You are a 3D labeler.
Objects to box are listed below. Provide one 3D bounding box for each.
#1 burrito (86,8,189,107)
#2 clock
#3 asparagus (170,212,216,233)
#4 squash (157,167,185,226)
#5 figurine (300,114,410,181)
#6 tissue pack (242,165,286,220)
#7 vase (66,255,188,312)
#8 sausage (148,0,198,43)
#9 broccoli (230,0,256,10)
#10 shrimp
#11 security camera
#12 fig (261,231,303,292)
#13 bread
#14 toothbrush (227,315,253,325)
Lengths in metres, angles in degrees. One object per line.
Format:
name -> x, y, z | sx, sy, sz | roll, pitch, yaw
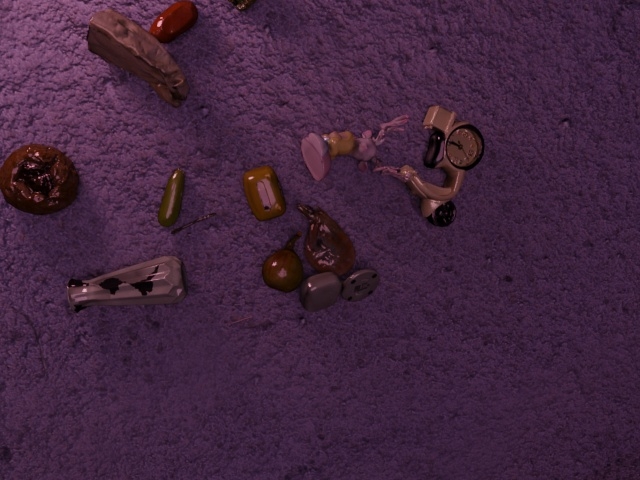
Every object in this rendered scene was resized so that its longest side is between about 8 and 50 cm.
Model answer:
burrito -> -0.536, -0.555, 1.681 | 0.331, 0.190, 0.135 | 33, 68, -19
clock -> 0.418, -0.260, 1.957 | 0.276, 0.120, 0.379 | 25, 89, -18
asparagus -> -0.430, -0.059, 1.868 | 0.166, 0.013, 0.016 | -24, 93, -7
squash -> -0.487, -0.140, 1.819 | 0.066, 0.066, 0.201 | 16, 91, -14
figurine -> 0.130, -0.285, 1.819 | 0.315, 0.284, 0.206 | -14, 104, -20
tissue pack -> -0.187, -0.156, 1.842 | 0.123, 0.127, 0.178 | -18, 102, -5
vase -> -0.625, 0.150, 1.802 | 0.360, 0.165, 0.165 | -9, 101, -5
sausage -> -0.454, -0.682, 1.718 | 0.179, 0.089, 0.089 | -46, 105, -11
broccoli -> -0.249, -0.794, 1.721 | 0.131, 0.120, 0.130 | -39, 84, 30
shrimp -> 0.000, 0.000, 1.935 | 0.168, 0.077, 0.317 | -41, 108, 0
security camera -> 0.069, 0.164, 1.964 | 0.301, 0.080, 0.157 | -12, 135, -20
fig -> -0.130, 0.082, 1.901 | 0.142, 0.148, 0.186 | 0, 61, 2
bread -> -0.872, -0.187, 1.702 | 0.230, 0.123, 0.230 | -1, 99, -9
toothbrush -> -0.285, 0.285, 1.960 | 0.097, 0.008, 0.006 | -18, 117, -9
